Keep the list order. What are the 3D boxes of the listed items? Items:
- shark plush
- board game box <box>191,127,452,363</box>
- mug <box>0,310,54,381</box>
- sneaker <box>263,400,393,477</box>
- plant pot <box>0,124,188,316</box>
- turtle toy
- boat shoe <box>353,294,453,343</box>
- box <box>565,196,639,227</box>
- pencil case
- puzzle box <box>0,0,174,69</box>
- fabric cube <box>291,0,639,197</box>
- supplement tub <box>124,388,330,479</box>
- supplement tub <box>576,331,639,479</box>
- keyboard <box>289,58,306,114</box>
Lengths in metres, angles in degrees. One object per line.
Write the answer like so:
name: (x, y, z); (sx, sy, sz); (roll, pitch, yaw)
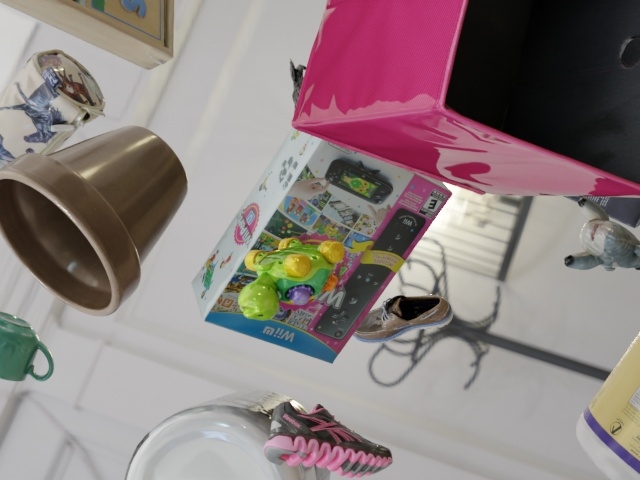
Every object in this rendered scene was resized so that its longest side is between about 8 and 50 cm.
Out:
shark plush: (0.317, 0.018, 0.871); (0.161, 0.067, 0.073); (32, -104, -34)
board game box: (0.000, 0.000, 1.144); (0.303, 0.224, 0.097); (-56, 34, 18)
mug: (-0.573, 0.191, 1.554); (0.157, 0.129, 0.097); (25, -93, -44)
sneaker: (0.009, 0.167, 0.724); (0.047, 0.119, 0.057); (-50, 31, 43)
plant pot: (-0.325, -0.052, 1.279); (0.229, 0.263, 0.263); (-45, -25, -36)
turtle toy: (-0.036, 0.041, 0.911); (0.130, 0.095, 0.066); (-22, -73, -38)
boat shoe: (0.135, 0.127, 1.478); (0.066, 0.183, 0.066); (59, -161, -51)
box: (0.526, -0.101, 1.526); (0.156, 0.158, 0.093); (-13, -53, -60)
pencil case: (-0.604, -0.178, 1.664); (0.410, 0.183, 0.160); (-44, -36, 15)
puzzle box: (-0.286, -0.434, 1.001); (0.272, 0.052, 0.409); (17, -116, -51)
fabric cube: (0.163, -0.191, 0.769); (0.258, 0.254, 0.259); (9, 84, 64)
supplement tub: (-0.092, 0.277, 0.995); (0.316, 0.193, 0.194); (32, -105, -80)
supplement tub: (0.528, 0.198, 1.131); (0.331, 0.241, 0.241); (-59, -7, 11)
keyboard: (-0.003, -0.155, 1.293); (0.317, 0.033, 0.201); (-96, -15, -53)
